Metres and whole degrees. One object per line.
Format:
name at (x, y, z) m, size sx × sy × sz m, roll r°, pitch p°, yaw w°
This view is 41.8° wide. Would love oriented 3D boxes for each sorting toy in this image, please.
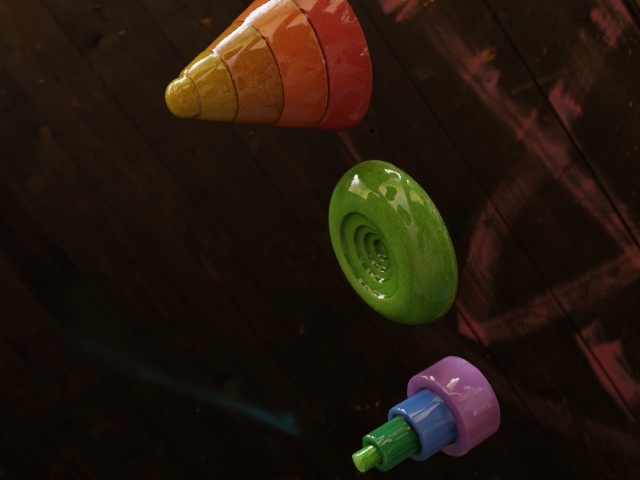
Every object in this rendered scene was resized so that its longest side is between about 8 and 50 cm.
sorting toy at (0.000, 0.000, 0.581) m, size 0.127 × 0.126 × 0.365 m, roll -16°, pitch -82°, yaw 62°
